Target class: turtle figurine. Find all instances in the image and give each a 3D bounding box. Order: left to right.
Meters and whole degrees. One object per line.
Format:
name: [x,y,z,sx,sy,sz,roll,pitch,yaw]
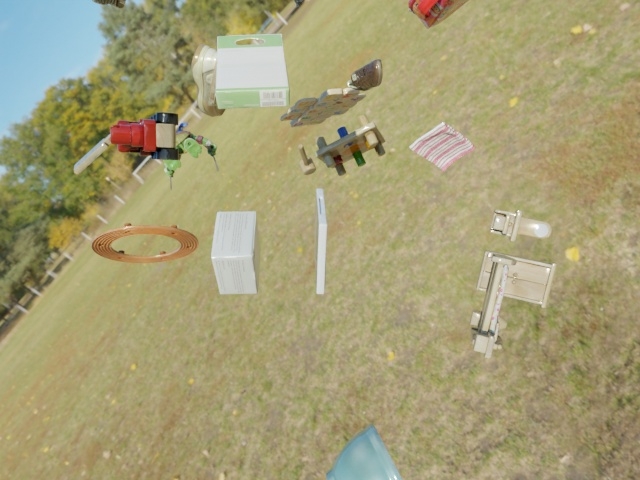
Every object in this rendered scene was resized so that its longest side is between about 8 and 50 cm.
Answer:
turtle figurine: [-0.483,-0.302,1.918,0.266,0.197,0.275,-118,30,-72]

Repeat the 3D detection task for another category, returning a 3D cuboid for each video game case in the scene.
video game case: [0.000,0.000,1.288,0.183,0.023,0.202,-94,6,-57]

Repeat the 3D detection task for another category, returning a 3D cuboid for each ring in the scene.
ring: [-0.575,0.008,1.702,0.336,0.336,0.032,-27,62,44]

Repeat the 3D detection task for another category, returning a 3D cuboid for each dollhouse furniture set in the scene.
dollhouse furniture set: [0.457,0.088,1.156,0.355,0.173,0.304,-16,-63,-75]

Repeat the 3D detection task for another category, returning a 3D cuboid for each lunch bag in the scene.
lunch bag: [0.339,-0.650,1.280,0.258,0.120,0.293,-41,4,-4]

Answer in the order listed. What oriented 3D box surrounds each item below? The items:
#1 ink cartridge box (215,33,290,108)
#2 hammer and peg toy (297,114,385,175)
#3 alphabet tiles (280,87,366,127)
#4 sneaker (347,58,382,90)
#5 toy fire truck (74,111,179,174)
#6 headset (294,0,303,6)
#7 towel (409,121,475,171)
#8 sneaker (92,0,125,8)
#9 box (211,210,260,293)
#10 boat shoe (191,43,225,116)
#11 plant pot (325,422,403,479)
ink cartridge box: [-0.168,-0.417,1.258,0.056,0.171,0.235,92,172,-50]
hammer and peg toy: [0.075,-0.347,2.045,0.361,0.128,0.266,-25,-9,13]
alphabet tiles: [0.011,-0.462,1.804,0.277,0.021,0.284,-14,-4,-32]
sneaker: [0.128,-0.470,1.492,0.071,0.066,0.188,-9,0,-8]
toy fire truck: [-0.502,-0.250,1.329,0.217,0.246,0.159,-158,68,-65]
headset: [-0.090,-0.765,1.200,0.243,0.394,0.185,3,62,21]
towel: [0.416,-0.316,1.750,0.144,0.197,0.029,-36,48,34]
sneaker: [-0.534,-0.591,1.161,0.229,0.132,0.086,-104,35,-79]
box: [-0.245,0.037,1.529,0.181,0.118,0.182,91,178,-49]
boat shoe: [-0.291,-0.436,1.469,0.302,0.098,0.109,107,-179,-73]
plant pot: [0.136,0.713,1.497,0.196,0.293,0.293,-26,19,-5]
